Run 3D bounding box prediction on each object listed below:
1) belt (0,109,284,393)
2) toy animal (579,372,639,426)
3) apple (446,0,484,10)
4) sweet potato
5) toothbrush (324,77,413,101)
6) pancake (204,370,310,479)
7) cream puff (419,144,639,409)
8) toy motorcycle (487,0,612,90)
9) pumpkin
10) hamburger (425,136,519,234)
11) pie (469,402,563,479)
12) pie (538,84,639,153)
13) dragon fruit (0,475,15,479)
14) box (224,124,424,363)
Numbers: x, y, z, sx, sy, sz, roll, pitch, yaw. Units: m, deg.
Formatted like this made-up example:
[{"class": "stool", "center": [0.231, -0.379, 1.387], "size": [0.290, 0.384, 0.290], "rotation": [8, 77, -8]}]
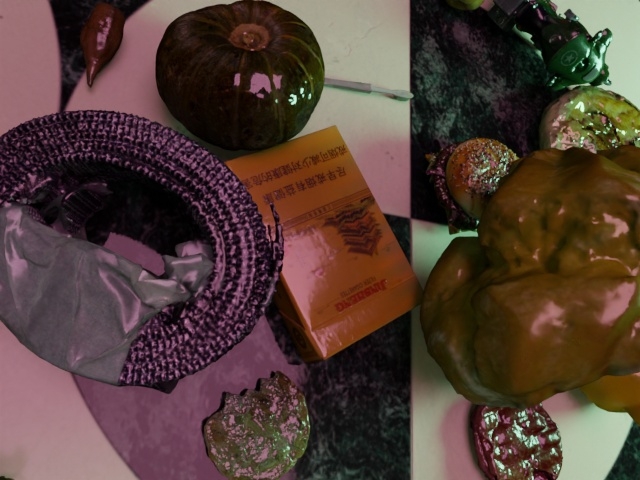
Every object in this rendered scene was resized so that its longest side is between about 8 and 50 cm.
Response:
[{"class": "belt", "center": [-0.206, 0.006, 0.505], "size": [0.325, 0.122, 0.260], "rotation": [30, 81, -3]}, {"class": "toy animal", "center": [0.503, 0.181, 0.736], "size": [0.230, 0.156, 0.155], "rotation": [-21, 83, -28]}, {"class": "apple", "center": [0.266, -0.465, 0.872], "size": [0.084, 0.084, 0.071], "rotation": [20, 85, -14]}, {"class": "sweet potato", "center": [-0.285, -0.251, 0.617], "size": [0.050, 0.049, 0.117], "rotation": [13, 77, -17]}, {"class": "toothbrush", "center": [0.061, -0.245, 0.762], "size": [0.195, 0.017, 0.014], "rotation": [4, 74, -20]}, {"class": "pancake", "center": [-0.071, 0.227, 0.567], "size": [0.130, 0.023, 0.116], "rotation": [-18, 84, -25]}, {"class": "cream puff", "center": [0.284, 0.029, 0.585], "size": [0.379, 0.378, 0.275], "rotation": [-15, 69, -24]}, {"class": "toy motorcycle", "center": [0.417, -0.376, 0.862], "size": [0.274, 0.124, 0.187], "rotation": [52, 38, 13]}, {"class": "pumpkin", "center": [-0.100, -0.209, 0.621], "size": [0.219, 0.162, 0.218], "rotation": [1, 55, -1]}, {"class": "hamburger", "center": [0.259, -0.094, 0.750], "size": [0.190, 0.093, 0.163], "rotation": [-21, 82, -27]}, {"class": "pie", "center": [0.278, 0.286, 0.675], "size": [0.154, 0.038, 0.153], "rotation": [7, 69, -18]}, {"class": "pie", "center": [0.547, -0.150, 0.884], "size": [0.340, 0.077, 0.338], "rotation": [6, 71, -16]}, {"class": "dragon fruit", "center": [-0.348, 0.253, 0.406], "size": [0.235, 0.135, 0.137], "rotation": [50, 63, -24]}, {"class": "box", "center": [0.000, 0.000, 0.634], "size": [0.174, 0.076, 0.273], "rotation": [-25, 84, -24]}]
